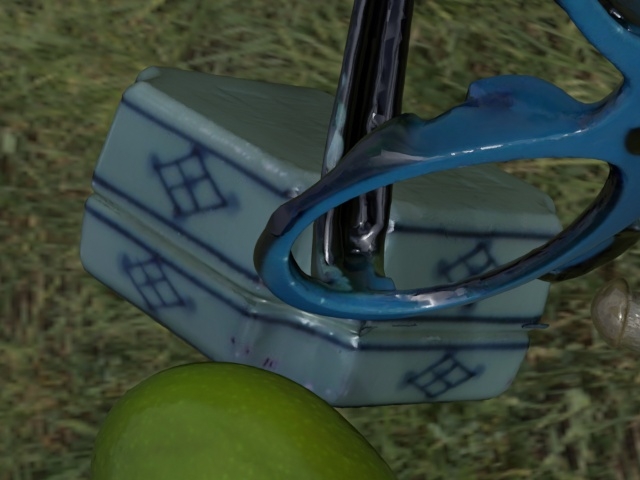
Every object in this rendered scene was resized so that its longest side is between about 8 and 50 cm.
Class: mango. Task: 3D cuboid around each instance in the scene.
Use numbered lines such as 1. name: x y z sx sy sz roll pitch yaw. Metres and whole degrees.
1. mango: -0.017 0.182 0.743 0.175 0.143 0.293 -33 61 24

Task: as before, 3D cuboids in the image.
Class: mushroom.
1. mushroom: 0.365 0.065 1.526 0.118 0.270 0.103 51 137 42

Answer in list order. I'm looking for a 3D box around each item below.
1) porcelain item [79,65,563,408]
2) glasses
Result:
1. porcelain item: 0.000 0.000 1.198 0.286 0.281 0.157 30 107 39
2. glasses: 0.024 -0.090 0.424 0.207 0.102 0.239 47 136 11
